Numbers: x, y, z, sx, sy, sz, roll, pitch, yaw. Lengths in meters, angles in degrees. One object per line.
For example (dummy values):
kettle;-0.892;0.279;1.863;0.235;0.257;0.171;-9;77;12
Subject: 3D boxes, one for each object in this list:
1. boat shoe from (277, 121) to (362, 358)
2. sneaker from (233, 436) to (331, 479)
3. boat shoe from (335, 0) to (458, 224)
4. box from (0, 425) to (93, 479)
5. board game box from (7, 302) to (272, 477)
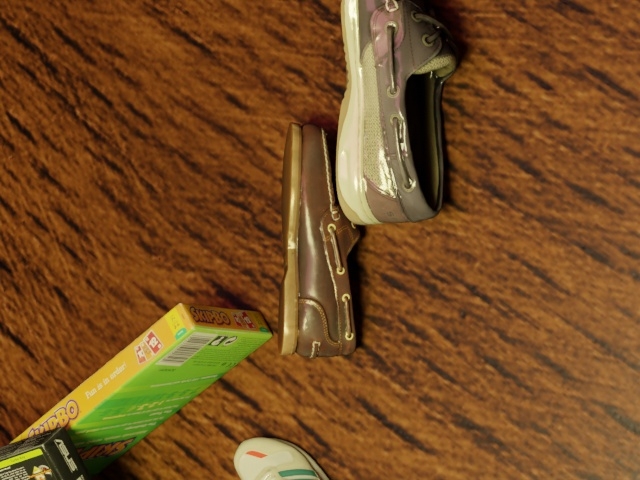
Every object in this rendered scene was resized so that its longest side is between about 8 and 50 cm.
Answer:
boat shoe;0.000;0.000;1.656;0.073;0.073;0.207;1;89;-6
sneaker;-0.026;0.226;1.641;0.161;0.075;0.057;42;107;27
boat shoe;0.072;-0.153;1.604;0.092;0.103;0.285;5;92;27
box;-0.268;0.275;1.696;0.191;0.045;0.184;-22;100;29
board game box;-0.173;0.144;1.712;0.259;0.124;0.039;-41;65;22
